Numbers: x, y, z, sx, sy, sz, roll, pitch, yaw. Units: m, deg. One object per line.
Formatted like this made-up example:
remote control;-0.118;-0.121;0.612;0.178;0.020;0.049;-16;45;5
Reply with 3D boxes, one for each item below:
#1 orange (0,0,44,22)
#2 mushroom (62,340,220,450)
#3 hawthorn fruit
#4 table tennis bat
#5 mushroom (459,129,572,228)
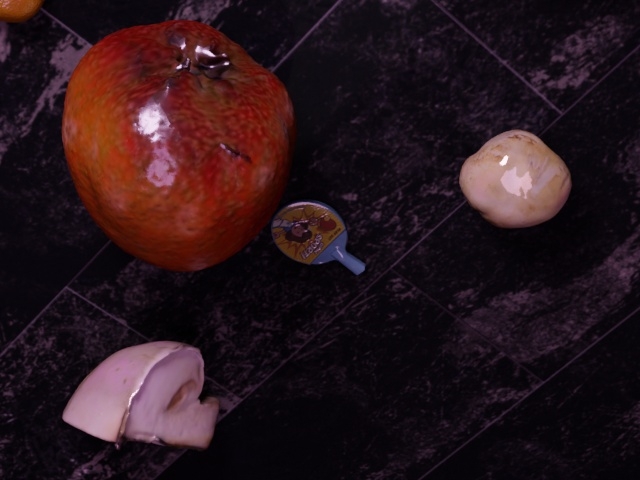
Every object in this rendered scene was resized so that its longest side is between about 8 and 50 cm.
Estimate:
orange;-0.371;-0.302;1.437;0.085;0.085;0.085;-1;124;-1
mushroom;-0.268;0.214;1.772;0.236;0.173;0.162;24;83;-58
hawthorn fruit;-0.181;-0.095;1.487;0.285;0.284;0.369;8;146;-7
table tennis bat;0.000;0.000;1.687;0.155;0.019;0.100;37;115;-21
mushroom;0.259;-0.079;1.586;0.148;0.112;0.148;1;124;1
